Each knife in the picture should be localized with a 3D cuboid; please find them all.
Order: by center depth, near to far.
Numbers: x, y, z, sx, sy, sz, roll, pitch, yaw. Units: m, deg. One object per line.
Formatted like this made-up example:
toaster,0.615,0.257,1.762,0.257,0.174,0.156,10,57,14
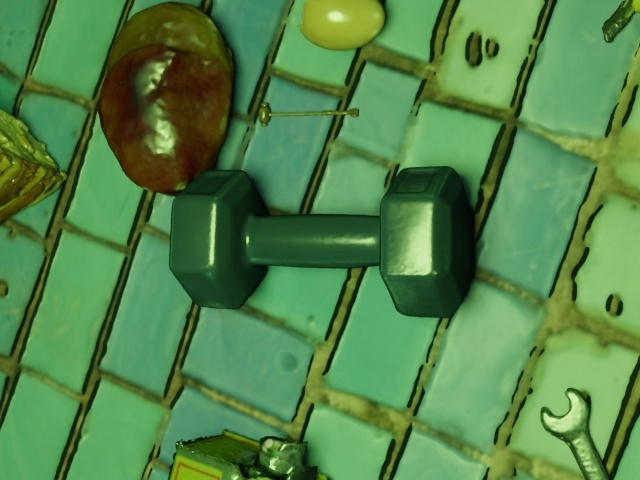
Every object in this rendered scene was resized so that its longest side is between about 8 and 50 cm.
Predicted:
knife,0.350,-0.308,1.066,0.045,0.021,0.222,36,98,16

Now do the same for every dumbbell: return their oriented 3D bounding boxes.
dumbbell,0.000,0.000,1.112,0.324,0.144,0.160,0,85,20

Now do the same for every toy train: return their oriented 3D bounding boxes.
toy train,-0.094,0.331,1.130,0.177,0.134,0.261,15,92,21

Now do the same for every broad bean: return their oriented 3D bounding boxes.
broad bean,-0.178,-0.166,1.200,0.156,0.122,0.229,6,92,23

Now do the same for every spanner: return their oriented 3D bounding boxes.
spanner,0.298,0.275,1.052,0.054,0.015,0.255,-27,78,15

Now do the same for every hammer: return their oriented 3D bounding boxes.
hammer,-0.015,-0.148,1.196,0.122,0.014,0.029,1,96,18

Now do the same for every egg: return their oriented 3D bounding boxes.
egg,0.025,-0.252,1.153,0.096,0.080,0.080,17,93,7

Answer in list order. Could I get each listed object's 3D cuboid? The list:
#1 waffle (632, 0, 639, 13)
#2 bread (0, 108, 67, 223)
waffle,0.404,-0.362,1.013,0.283,0.065,0.310,21,92,14
bread,-0.480,-0.050,1.272,0.274,0.184,0.114,-32,73,15
